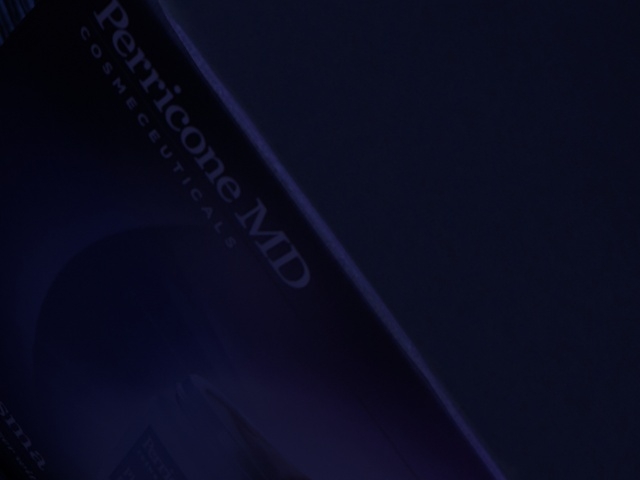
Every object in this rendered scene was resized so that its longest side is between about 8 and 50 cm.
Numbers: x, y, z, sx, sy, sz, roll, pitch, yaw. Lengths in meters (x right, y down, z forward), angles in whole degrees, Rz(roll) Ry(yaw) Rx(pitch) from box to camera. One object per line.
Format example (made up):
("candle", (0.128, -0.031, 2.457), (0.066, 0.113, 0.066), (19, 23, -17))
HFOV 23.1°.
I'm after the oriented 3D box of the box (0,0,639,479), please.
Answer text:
("box", (0.005, 0.031, 0.585), (0.183, 0.294, 0.296), (-39, 95, -36))
